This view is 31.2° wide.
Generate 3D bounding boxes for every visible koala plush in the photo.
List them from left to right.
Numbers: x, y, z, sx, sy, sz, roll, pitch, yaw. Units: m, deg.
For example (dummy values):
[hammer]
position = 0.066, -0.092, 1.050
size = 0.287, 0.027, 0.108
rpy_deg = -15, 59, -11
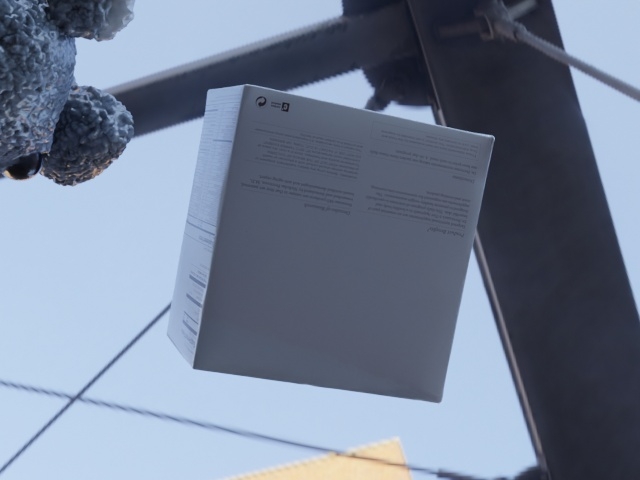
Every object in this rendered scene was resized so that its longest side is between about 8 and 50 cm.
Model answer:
[koala plush]
position = -0.204, -0.103, 0.640
size = 0.196, 0.221, 0.203
rpy_deg = -25, -77, -23

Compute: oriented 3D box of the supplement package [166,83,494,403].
[supplement package]
position = 0.000, 0.000, 0.881
size = 0.194, 0.149, 0.203
rpy_deg = 10, -88, -16
